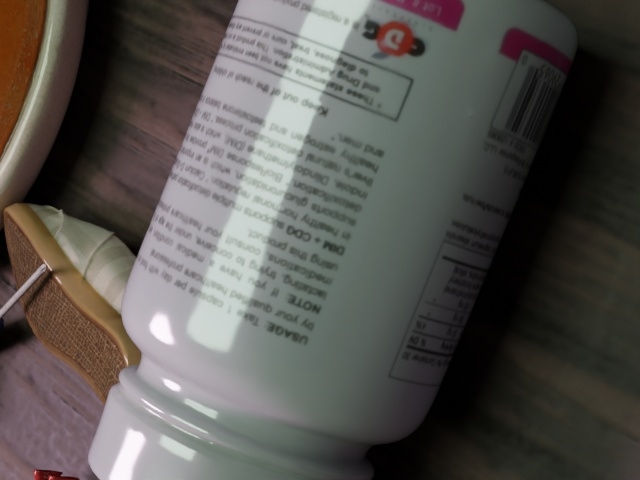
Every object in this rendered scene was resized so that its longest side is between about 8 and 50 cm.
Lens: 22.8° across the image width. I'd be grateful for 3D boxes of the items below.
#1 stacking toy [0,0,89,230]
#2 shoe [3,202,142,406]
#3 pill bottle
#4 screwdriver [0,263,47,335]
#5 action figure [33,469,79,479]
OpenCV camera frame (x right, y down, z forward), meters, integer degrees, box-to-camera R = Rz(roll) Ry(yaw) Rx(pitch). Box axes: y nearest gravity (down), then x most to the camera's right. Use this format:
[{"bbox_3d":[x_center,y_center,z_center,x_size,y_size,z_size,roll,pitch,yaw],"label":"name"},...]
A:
[{"bbox_3d":[-0.419,-0.171,0.997,0.351,0.480,0.350,-15,67,39],"label":"stacking toy"},{"bbox_3d":[-0.135,0.038,0.965,0.219,0.058,0.076,42,137,47],"label":"shoe"},{"bbox_3d":[0.000,0.000,0.768,0.160,0.160,0.283,25,94,45],"label":"pill bottle"},{"bbox_3d":[-0.202,0.045,1.000,0.024,0.025,0.170,58,151,3],"label":"screwdriver"},{"bbox_3d":[-0.164,0.197,0.952,0.038,0.030,0.115,6,85,50],"label":"action figure"}]
